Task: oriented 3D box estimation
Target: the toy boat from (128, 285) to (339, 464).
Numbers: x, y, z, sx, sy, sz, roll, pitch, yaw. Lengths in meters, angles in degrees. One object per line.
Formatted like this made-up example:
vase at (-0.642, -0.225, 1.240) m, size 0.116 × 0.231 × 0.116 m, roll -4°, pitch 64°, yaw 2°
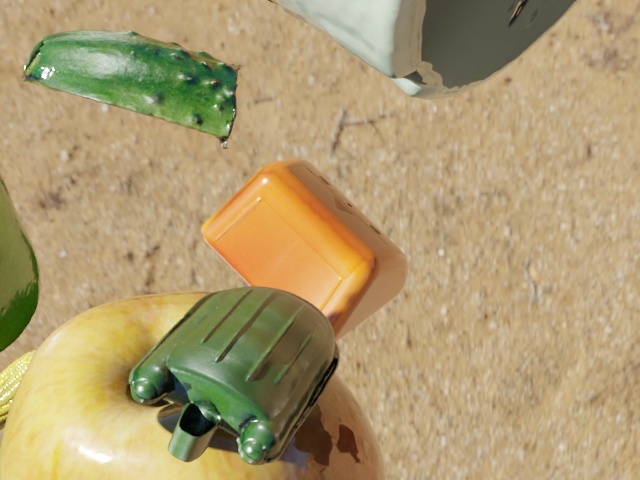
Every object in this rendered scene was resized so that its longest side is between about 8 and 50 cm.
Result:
toy boat at (-0.045, 0.076, 0.875) m, size 0.104 × 0.052 × 0.210 m, roll 25°, pitch 25°, yaw 7°

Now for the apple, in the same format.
apple at (-0.132, 0.237, 1.365) m, size 0.392 × 0.346 × 0.391 m, roll -2°, pitch 48°, yaw 3°

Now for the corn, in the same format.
corn at (-0.445, 0.224, 1.937) m, size 0.203 × 0.072 × 0.072 m, roll -37°, pitch 57°, yaw 30°

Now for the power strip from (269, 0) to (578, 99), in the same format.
power strip at (0.085, -0.249, 0.601) m, size 0.161 × 0.357 × 0.357 m, roll 38°, pitch 71°, yaw 16°

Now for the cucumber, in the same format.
cucumber at (-0.277, -0.245, 2.033) m, size 0.326 × 0.105 × 0.145 m, roll 14°, pitch 85°, yaw -8°

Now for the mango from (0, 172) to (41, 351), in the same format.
mango at (-0.334, -0.043, 0.989) m, size 0.201 × 0.382 × 0.225 m, roll -19°, pitch 47°, yaw 20°

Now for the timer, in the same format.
timer at (0.000, 0.000, 2.030) m, size 0.257 × 0.250 × 0.161 m, roll 44°, pitch 112°, yaw 10°
